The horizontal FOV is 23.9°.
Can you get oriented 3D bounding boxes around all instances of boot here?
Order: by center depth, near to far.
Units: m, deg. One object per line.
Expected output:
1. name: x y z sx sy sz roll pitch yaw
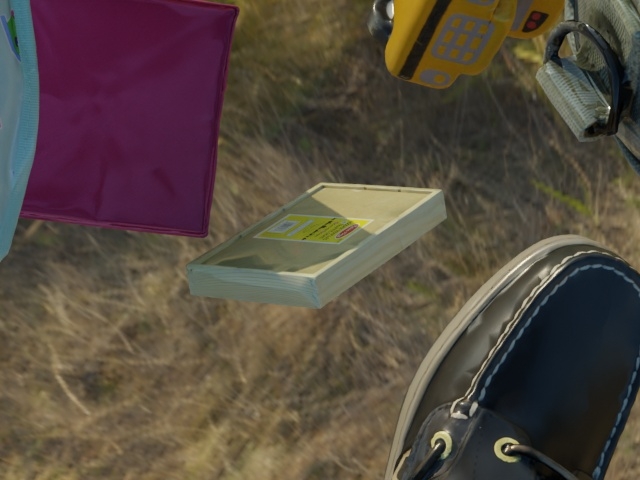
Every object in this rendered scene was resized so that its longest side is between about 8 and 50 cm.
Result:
1. boot: 0.113 0.176 0.781 0.138 0.284 0.377 35 83 -15

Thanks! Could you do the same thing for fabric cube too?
1. fabric cube: -0.256 -0.152 1.659 0.254 0.258 0.259 8 93 -18

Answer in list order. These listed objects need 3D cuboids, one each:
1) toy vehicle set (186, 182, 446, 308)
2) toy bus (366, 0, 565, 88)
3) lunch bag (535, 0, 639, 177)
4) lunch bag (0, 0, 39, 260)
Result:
1. toy vehicle set: 0.000 0.000 1.643 0.166 0.267 0.035 5 114 34
2. toy bus: 0.112 -0.255 1.071 0.130 0.108 0.332 13 51 -13
3. lunch bag: 0.232 -0.120 0.406 0.305 0.256 0.212 -1 47 -13
4. lunch bag: -0.271 -0.107 0.773 0.160 0.223 0.262 -18 74 43
